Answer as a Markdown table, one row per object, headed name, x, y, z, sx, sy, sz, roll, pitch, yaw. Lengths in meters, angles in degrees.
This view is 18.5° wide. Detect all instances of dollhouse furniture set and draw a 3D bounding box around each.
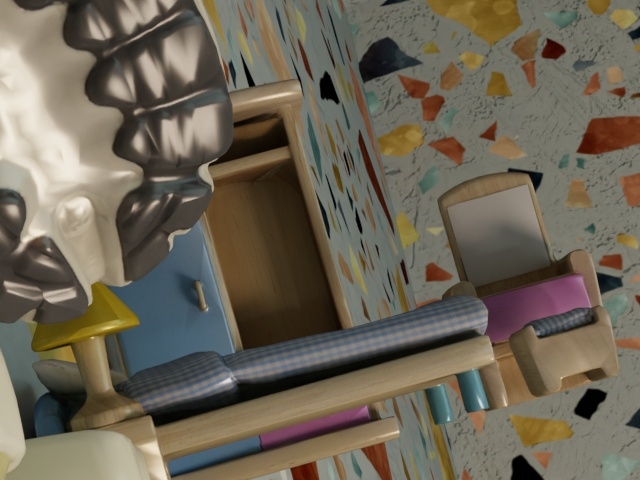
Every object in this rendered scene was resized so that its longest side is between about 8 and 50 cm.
| name | x | y | z | sx | sy | sz | roll | pitch | yaw |
| --- | --- | --- | --- | --- | --- | --- | --- | --- | --- |
| dollhouse furniture set | 0.000 | 0.000 | 0.917 | 0.303 | 0.286 | 0.198 | 109 | -35 | -83 |

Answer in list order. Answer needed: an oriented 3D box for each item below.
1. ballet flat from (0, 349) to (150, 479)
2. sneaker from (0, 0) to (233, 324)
| name | x | y | z | sx | sy | sz | roll | pitch | yaw |
| --- | --- | --- | --- | --- | --- | --- | --- | --- | --- |
| ballet flat | -0.119 | 0.064 | 0.494 | 0.409 | 0.147 | 0.147 | 56 | 18 | -64 |
| sneaker | -0.112 | -0.101 | 0.390 | 0.110 | 0.107 | 0.275 | 32 | -33 | 48 |
